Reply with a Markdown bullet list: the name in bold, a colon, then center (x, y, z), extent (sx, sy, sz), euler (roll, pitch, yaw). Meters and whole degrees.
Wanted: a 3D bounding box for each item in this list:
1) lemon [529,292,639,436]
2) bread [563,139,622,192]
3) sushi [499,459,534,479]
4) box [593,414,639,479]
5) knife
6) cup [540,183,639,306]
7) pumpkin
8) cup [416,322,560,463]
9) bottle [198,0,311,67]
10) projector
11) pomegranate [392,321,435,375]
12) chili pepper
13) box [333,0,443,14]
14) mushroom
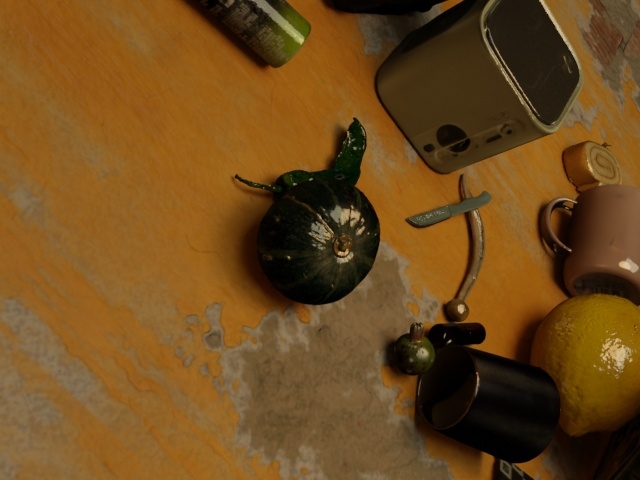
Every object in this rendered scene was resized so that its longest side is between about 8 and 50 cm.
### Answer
- **lemon**: center (0.500, 0.220, 1.546), extent (0.236, 0.236, 0.263), euler (32, 36, -29)
- **bread**: center (0.613, -0.156, 1.884), extent (0.149, 0.073, 0.122), euler (12, 69, -38)
- **sushi**: center (0.357, 0.472, 1.462), extent (0.201, 0.031, 0.139), euler (40, 36, -23)
- **box**: center (0.659, 0.310, 1.522), extent (0.138, 0.420, 0.373), euler (30, 44, 13)
- **knife**: center (0.238, -0.055, 1.536), extent (0.210, 0.015, 0.028), euler (-19, 85, -34)
- **cup**: center (0.569, 0.009, 1.730), extent (0.252, 0.191, 0.201), euler (23, 59, 0)
- **pumpkin**: center (-0.001, 0.001, 1.229), extent (0.190, 0.146, 0.191), euler (-6, 111, -16)
- **cup**: center (0.254, 0.247, 1.406), extent (0.176, 0.239, 0.166), euler (22, 103, -28)
- **bottle**: center (-0.160, -0.400, 1.274), extent (0.330, 0.093, 0.093), euler (39, 53, -25)
- **projector**: center (0.289, -0.295, 1.528), extent (0.249, 0.249, 0.248), euler (52, 48, -16)
- **pomegranate**: center (0.150, 0.177, 1.348), extent (0.073, 0.085, 0.073), euler (2, 53, -3)
- **chili pepper**: center (0.000, -0.102, 1.332), extent (0.278, 0.065, 0.122), euler (-30, 87, -45)
- **box**: center (0.198, -0.469, 1.485), extent (0.290, 0.288, 0.073), euler (-16, 94, -46)
- **mushroom**: center (0.272, 0.014, 1.552), extent (0.068, 0.043, 0.306), euler (48, 45, -44)
